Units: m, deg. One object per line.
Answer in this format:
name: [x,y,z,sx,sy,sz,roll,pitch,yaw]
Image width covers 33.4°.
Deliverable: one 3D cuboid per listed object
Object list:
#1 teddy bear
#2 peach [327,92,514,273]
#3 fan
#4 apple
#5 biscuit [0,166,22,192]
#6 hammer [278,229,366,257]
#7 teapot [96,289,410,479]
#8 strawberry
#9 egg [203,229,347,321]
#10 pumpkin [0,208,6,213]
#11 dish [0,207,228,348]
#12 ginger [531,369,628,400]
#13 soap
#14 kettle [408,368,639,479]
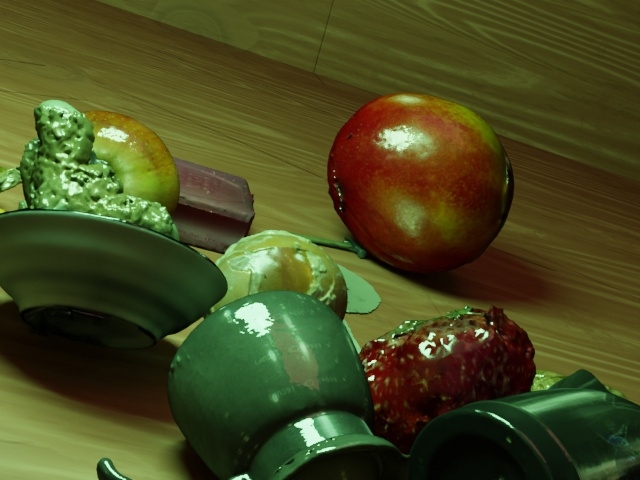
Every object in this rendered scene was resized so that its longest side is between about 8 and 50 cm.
teddy bear: [-0.329,-0.027,1.455,0.267,0.156,0.256,47,-22,5]
peach: [0.183,-0.111,2.078,0.370,0.370,0.370,20,19,-7]
fan: [0.022,0.100,1.817,0.233,0.012,0.415,14,20,-21]
apple: [-0.334,-0.099,1.679,0.235,0.210,0.173,36,14,0]
biscuit: [-0.506,-0.068,1.533,0.176,0.031,0.228,-22,17,-18]
hammer: [0.000,0.000,2.063,0.182,0.017,0.062,11,21,-26]
teapot: [-0.054,0.211,1.138,0.305,0.223,0.285,10,29,-37]
strawberry: [0.167,0.206,1.411,0.274,0.221,0.274,-14,-6,-2]
egg: [-0.060,0.083,1.501,0.233,0.195,0.195,-2,30,-39]
pumpkin: [-0.464,-0.010,1.524,0.083,0.054,0.074,39,17,-18]
dish: [-0.277,0.069,1.323,0.316,0.106,0.316,8,-20,3]
ginger: [0.416,0.259,1.715,0.205,0.081,0.115,16,-14,7]
soap: [-0.247,-0.066,1.858,0.250,0.099,0.162,15,27,-20]
kettle: [0.304,0.316,1.231,0.324,0.228,0.321,-6,66,-41]
